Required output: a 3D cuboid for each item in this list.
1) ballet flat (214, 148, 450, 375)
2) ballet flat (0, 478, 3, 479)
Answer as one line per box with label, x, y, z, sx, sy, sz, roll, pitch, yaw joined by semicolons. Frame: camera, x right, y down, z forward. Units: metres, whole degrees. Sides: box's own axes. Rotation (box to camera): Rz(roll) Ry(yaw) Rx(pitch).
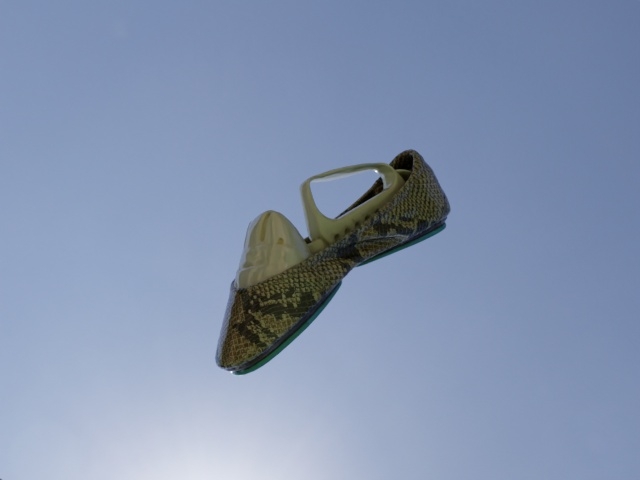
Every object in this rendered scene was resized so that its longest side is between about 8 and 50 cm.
ballet flat;0.000;0.000;1.401;0.164;0.482;0.182;-5;-66;54
ballet flat;-0.466;0.347;1.279;0.124;0.342;0.116;-18;-126;8
